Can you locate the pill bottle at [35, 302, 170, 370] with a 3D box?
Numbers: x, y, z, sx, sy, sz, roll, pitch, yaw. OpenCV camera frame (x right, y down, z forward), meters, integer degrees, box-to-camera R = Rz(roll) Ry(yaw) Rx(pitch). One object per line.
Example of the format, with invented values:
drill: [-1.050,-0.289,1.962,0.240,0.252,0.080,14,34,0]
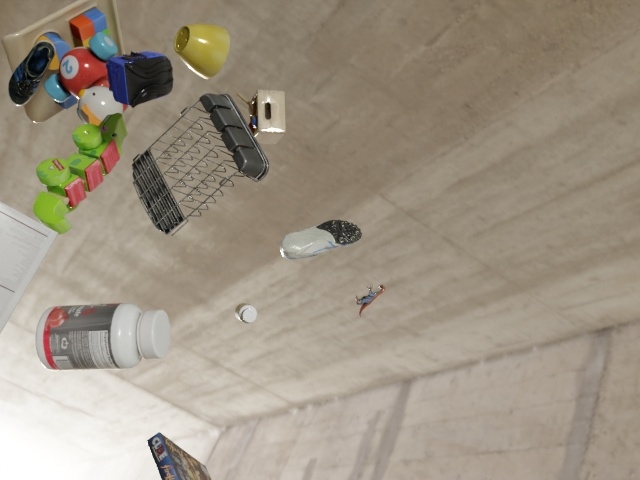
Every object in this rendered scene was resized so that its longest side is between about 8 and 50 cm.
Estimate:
pill bottle: [-0.572,0.256,1.962,0.176,0.318,0.177,-3,90,-81]

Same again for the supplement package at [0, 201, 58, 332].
supplement package: [-0.631,0.060,1.398,0.133,0.139,0.244,-2,-122,60]

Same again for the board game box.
board game box: [-0.335,0.601,1.856,0.042,0.243,0.165,-36,-132,-3]

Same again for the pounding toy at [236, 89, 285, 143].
pounding toy: [-0.154,-0.329,1.895,0.130,0.100,0.141,155,-67,-72]

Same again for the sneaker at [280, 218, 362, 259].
sneaker: [0.000,0.000,2.098,0.086,0.237,0.085,94,-17,-69]

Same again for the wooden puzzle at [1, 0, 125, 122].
wooden puzzle: [-0.722,-0.526,2.158,0.347,0.080,0.322,-37,154,-28]

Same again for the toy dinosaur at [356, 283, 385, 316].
toy dinosaur: [0.138,0.152,1.996,0.082,0.090,0.047,-10,-164,7]

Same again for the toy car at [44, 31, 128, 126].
toy car: [-0.588,-0.375,1.914,0.219,0.210,0.238,-35,-142,18]

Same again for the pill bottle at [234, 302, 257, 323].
pill bottle: [-0.253,0.251,2.521,0.065,0.065,0.116,-60,-165,-7]

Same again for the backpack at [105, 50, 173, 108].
backpack: [-0.363,-0.336,1.484,0.120,0.101,0.098,-26,133,-39]

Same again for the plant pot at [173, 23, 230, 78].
plant pot: [-0.300,-0.476,1.802,0.134,0.095,0.134,-13,-110,42]

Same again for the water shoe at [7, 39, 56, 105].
water shoe: [-0.780,-0.444,1.964,0.203,0.072,0.080,-54,-157,18]

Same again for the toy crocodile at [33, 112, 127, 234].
toy crocodile: [-0.517,-0.155,1.616,0.115,0.105,0.341,91,20,-47]

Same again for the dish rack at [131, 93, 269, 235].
dish rack: [-0.255,-0.147,1.474,0.271,0.074,0.208,-38,-112,21]
